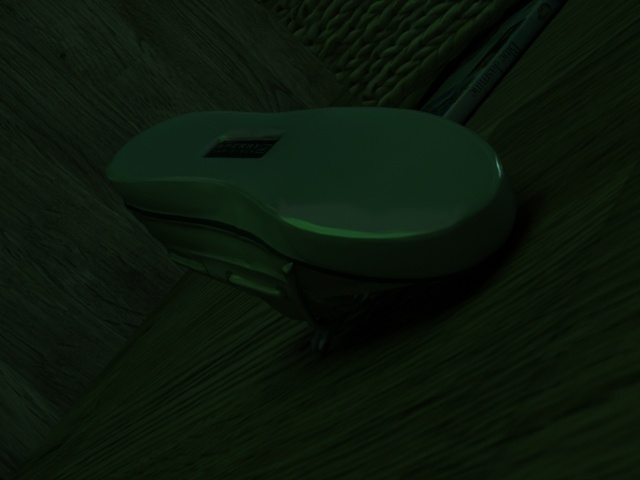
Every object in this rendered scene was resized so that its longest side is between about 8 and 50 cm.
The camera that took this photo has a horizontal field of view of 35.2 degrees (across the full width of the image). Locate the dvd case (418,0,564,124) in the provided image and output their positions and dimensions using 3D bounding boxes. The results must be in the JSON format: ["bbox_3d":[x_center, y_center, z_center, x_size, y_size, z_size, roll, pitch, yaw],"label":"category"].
[{"bbox_3d":[0.146,-0.155,1.073,0.253,0.022,0.180,-50,7,-18],"label":"dvd case"}]

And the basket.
[{"bbox_3d":[0.141,-0.390,1.303,0.331,0.266,0.328,-39,6,48],"label":"basket"}]

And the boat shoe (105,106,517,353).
[{"bbox_3d":[-0.006,0.005,0.710,0.367,0.156,0.136,8,44,45],"label":"boat shoe"}]
